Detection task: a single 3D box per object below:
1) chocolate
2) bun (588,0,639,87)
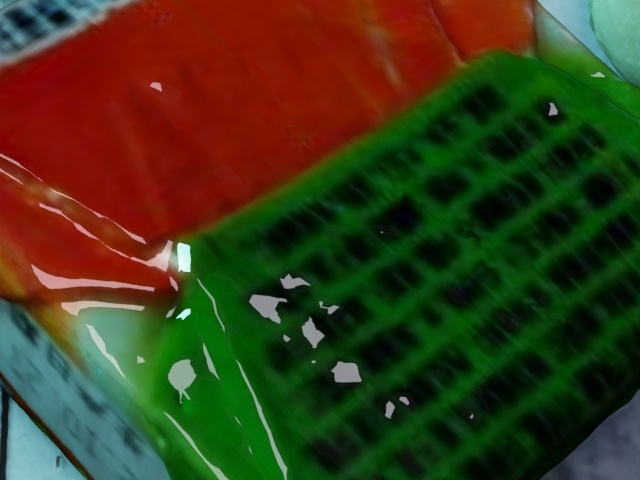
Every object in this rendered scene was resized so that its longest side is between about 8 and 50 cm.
[{"bbox_3d":[0.000,0.000,0.968,0.360,0.161,0.341,-34,71,-35],"label":"chocolate"},{"bbox_3d":[0.265,-0.168,1.203,0.195,0.118,0.195,8,58,-12],"label":"bun"}]
